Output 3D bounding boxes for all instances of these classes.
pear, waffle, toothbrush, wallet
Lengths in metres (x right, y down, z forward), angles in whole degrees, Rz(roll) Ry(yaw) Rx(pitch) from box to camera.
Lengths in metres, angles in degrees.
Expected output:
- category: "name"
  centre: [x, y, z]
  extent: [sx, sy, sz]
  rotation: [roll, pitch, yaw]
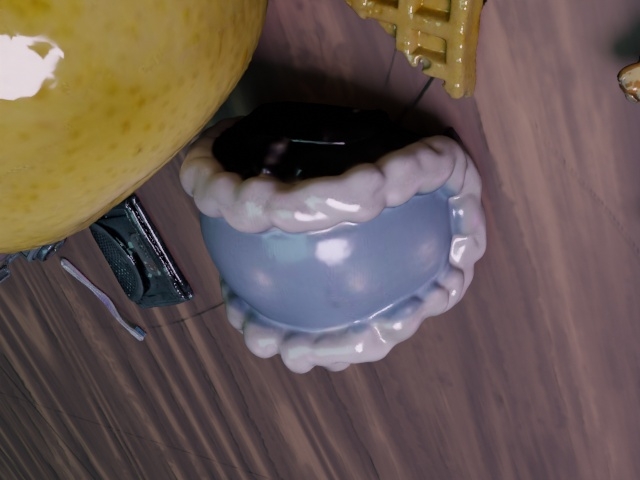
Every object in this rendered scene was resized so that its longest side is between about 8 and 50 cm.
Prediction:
- category: "pear"
  centre: [-0.199, -0.157, 0.494]
  extent: [0.348, 0.348, 0.348]
  rotation: [20, 134, 22]
- category: "waffle"
  centre: [0.017, -0.171, 0.560]
  extent: [0.191, 0.032, 0.125]
  rotation: [21, 136, 24]
- category: "toothbrush"
  centre: [-0.250, 0.067, 0.962]
  extent: [0.131, 0.013, 0.011]
  rotation: [44, 128, -1]
- category: "wallet"
  centre: [-0.193, 0.015, 0.866]
  extent: [0.088, 0.026, 0.129]
  rotation: [-7, 119, 39]

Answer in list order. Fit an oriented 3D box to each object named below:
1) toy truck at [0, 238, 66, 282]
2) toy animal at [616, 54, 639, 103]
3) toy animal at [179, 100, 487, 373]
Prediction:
- category: "toy truck"
  centre: [-0.326, -0.030, 0.841]
  extent: [0.108, 0.140, 0.256]
  rotation: [43, 138, -1]
- category: "toy animal"
  centre: [0.162, -0.189, 0.403]
  extent: [0.114, 0.116, 0.255]
  rotation: [-21, 104, 24]
- category: "toy animal"
  centre: [0.000, 0.000, 0.616]
  extent: [0.208, 0.156, 0.204]
  rotation: [11, 130, 28]
